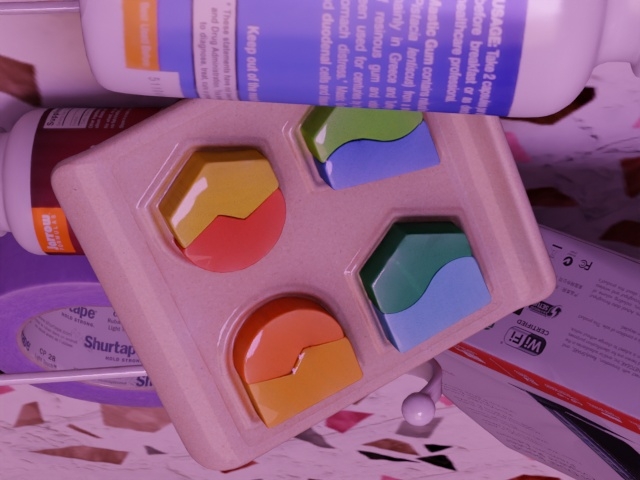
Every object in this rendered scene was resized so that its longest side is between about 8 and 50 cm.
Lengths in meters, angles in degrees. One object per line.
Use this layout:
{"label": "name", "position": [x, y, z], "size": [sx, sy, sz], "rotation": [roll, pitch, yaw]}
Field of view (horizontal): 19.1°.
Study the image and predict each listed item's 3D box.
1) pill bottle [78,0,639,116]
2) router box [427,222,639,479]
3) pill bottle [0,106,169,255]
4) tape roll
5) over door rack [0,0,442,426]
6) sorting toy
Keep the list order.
{"label": "pill bottle", "position": [0.041, -0.130, 0.812], "size": [0.272, 0.152, 0.152], "rotation": [4, 152, 1]}
{"label": "router box", "position": [0.196, 0.097, 1.129], "size": [0.335, 0.082, 0.301], "rotation": [22, 168, 41]}
{"label": "pill bottle", "position": [-0.127, -0.033, 1.088], "size": [0.152, 0.086, 0.086], "rotation": [0, 152, 8]}
{"label": "tape roll", "position": [-0.126, 0.035, 1.226], "size": [0.189, 0.080, 0.189], "rotation": [4, 152, 2]}
{"label": "over door rack", "position": [-0.095, -0.012, 0.984], "size": [0.324, 0.108, 0.239], "rotation": [2, 115, 3]}
{"label": "sorting toy", "position": [0.000, 0.000, 0.922], "size": [0.208, 0.038, 0.193], "rotation": [-27, 120, -6]}
